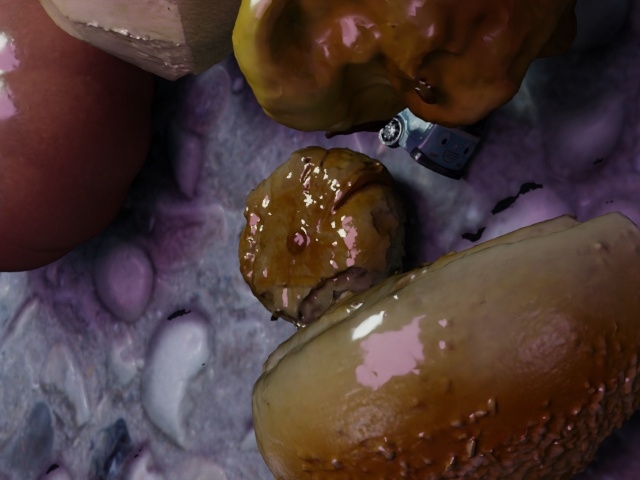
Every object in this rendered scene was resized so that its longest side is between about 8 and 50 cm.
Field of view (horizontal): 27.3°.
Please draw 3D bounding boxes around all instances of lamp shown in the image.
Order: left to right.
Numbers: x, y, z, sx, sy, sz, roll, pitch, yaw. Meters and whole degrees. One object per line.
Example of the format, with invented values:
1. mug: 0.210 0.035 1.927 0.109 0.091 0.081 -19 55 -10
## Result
1. lamp: -0.298 -0.124 1.209 0.305 0.239 0.305 -9 76 42

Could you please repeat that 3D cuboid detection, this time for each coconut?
1. coconut: -0.115 -0.247 1.051 0.245 0.233 0.233 -30 55 -7

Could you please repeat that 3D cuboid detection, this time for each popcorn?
1. popcorn: 0.078 -0.225 0.846 0.281 0.297 0.316 135 130 -69

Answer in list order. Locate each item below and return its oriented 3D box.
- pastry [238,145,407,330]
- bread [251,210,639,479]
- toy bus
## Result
1. pastry: 0.003 -0.001 1.020 0.153 0.081 0.153 -19 64 46
2. bread: 0.077 0.098 0.849 0.314 0.192 0.171 -30 75 32
3. toy bus: 0.072 -0.107 0.991 0.075 0.060 0.123 -56 48 15
